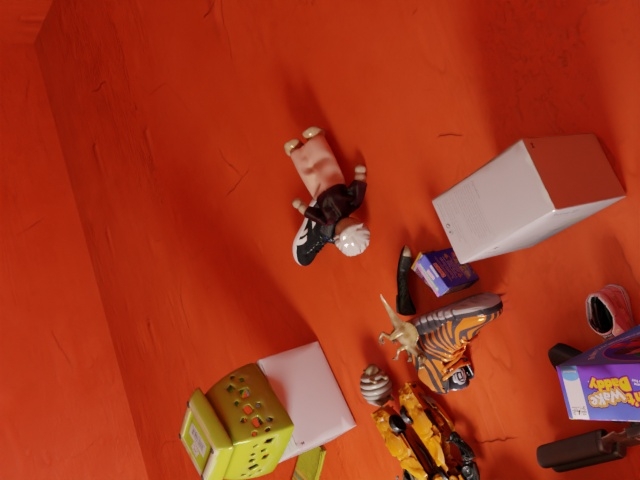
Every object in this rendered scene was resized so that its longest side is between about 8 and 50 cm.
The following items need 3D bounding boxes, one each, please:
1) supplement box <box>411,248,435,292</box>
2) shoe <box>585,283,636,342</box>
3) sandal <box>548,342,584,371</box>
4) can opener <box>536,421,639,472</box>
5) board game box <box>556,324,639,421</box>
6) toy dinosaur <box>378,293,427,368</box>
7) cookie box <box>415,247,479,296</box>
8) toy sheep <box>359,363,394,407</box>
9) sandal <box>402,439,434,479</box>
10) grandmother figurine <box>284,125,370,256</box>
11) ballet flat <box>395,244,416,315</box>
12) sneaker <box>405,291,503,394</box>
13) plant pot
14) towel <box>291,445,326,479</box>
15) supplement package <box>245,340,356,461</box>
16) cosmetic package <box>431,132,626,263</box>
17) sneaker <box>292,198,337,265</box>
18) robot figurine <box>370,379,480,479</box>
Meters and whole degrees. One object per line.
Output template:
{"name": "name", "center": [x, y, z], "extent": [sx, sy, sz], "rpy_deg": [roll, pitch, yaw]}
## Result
{"name": "supplement box", "center": [0.252, 0.067, 1.522], "extent": [0.083, 0.043, 0.055], "rpy_deg": [51, 133, 32]}
{"name": "shoe", "center": [0.518, 0.168, 1.186], "extent": [0.063, 0.081, 0.177], "rpy_deg": [-22, 81, 51]}
{"name": "sandal", "center": [0.507, 0.236, 1.200], "extent": [0.097, 0.054, 0.254], "rpy_deg": [64, 166, -23]}
{"name": "can opener", "center": [0.523, 0.355, 1.254], "extent": [0.283, 0.076, 0.095], "rpy_deg": [-40, 35, 48]}
{"name": "board game box", "center": [0.535, 0.162, 0.951], "extent": [0.233, 0.347, 0.078], "rpy_deg": [-16, 87, 52]}
{"name": "toy dinosaur", "center": [0.176, 0.205, 1.502], "extent": [0.092, 0.053, 0.183], "rpy_deg": [-44, 74, 42]}
{"name": "cookie box", "center": [0.271, 0.065, 1.447], "extent": [0.091, 0.107, 0.040], "rpy_deg": [59, 137, 24]}
{"name": "toy sheep", "center": [0.142, 0.371, 1.699], "extent": [0.091, 0.091, 0.132], "rpy_deg": [-3, 101, 51]}
{"name": "sandal", "center": [0.233, 0.591, 1.656], "extent": [0.090, 0.060, 0.219], "rpy_deg": [-12, 88, 51]}
{"name": "grandmother figurine", "center": [0.032, -0.119, 1.697], "extent": [0.208, 0.104, 0.342], "rpy_deg": [-33, 69, 28]}
{"name": "ballet flat", "center": [0.204, 0.094, 1.598], "extent": [0.049, 0.057, 0.173], "rpy_deg": [2, 105, 10]}
{"name": "sneaker", "center": [0.301, 0.225, 1.457], "extent": [0.321, 0.125, 0.180], "rpy_deg": [-37, 74, 60]}
{"name": "plant pot", "center": [-0.233, 0.491, 1.766], "extent": [0.228, 0.207, 0.227], "rpy_deg": [51, 136, 33]}
{"name": "towel", "center": [-0.041, 0.693, 2.052], "extent": [0.102, 0.021, 0.237], "rpy_deg": [37, 125, 39]}
{"name": "supplement package", "center": [-0.064, 0.443, 1.873], "extent": [0.145, 0.204, 0.261], "rpy_deg": [-46, 63, 48]}
{"name": "cosmetic package", "center": [0.367, -0.074, 1.201], "extent": [0.225, 0.224, 0.138], "rpy_deg": [-40, 67, 48]}
{"name": "sneaker", "center": [0.000, 0.000, 1.790], "extent": [0.121, 0.079, 0.216], "rpy_deg": [42, 128, 37]}
{"name": "robot figurine", "center": [0.250, 0.484, 1.573], "extent": [0.211, 0.085, 0.291], "rpy_deg": [-48, 60, 27]}
